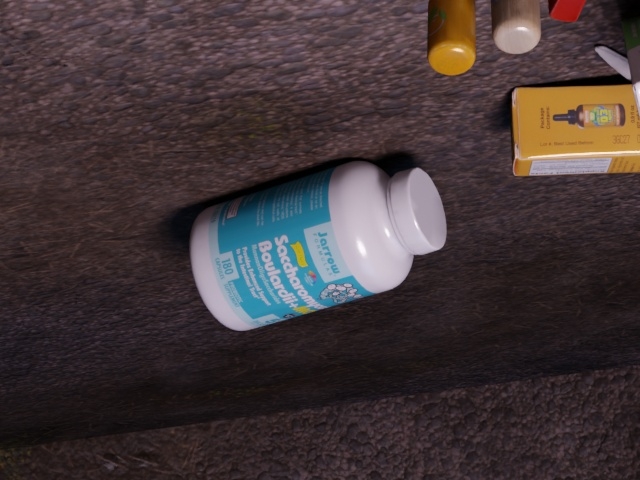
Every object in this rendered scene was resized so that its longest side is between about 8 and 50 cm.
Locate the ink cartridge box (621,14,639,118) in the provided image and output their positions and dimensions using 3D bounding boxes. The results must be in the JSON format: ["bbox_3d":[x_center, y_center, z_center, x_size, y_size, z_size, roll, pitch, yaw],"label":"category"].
[{"bbox_3d":[0.416,-0.152,1.702,0.273,0.114,0.198,-13,-159,11],"label":"ink cartridge box"}]

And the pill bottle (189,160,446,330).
[{"bbox_3d":[0.000,0.000,2.089,0.264,0.146,0.146,-17,162,25],"label":"pill bottle"}]

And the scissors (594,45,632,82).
[{"bbox_3d":[0.340,-0.153,1.977,0.297,0.021,0.109,6,158,-44],"label":"scissors"}]

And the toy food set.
[{"bbox_3d":[0.155,-0.237,1.508,0.111,0.104,0.232,7,144,-7],"label":"toy food set"}]

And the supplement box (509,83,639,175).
[{"bbox_3d":[0.309,-0.113,1.948,0.233,0.078,0.080,-1,167,0],"label":"supplement box"}]
